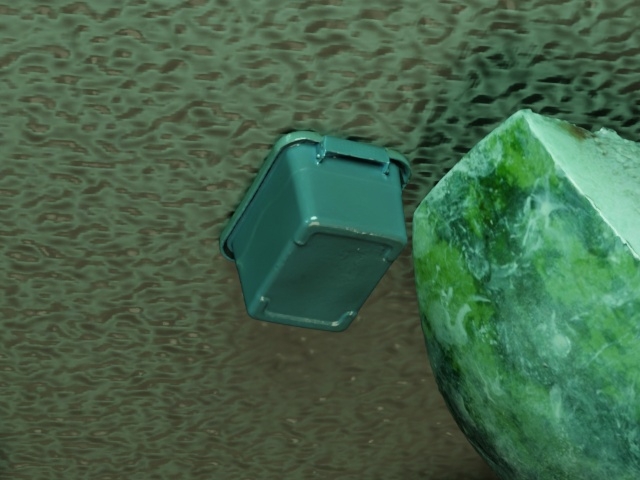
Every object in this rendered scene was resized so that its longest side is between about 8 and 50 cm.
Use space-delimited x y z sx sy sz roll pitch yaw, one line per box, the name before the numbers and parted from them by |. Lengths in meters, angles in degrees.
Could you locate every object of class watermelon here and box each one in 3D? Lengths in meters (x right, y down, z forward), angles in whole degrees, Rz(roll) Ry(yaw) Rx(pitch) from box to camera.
watermelon | 0.191 0.067 0.861 0.320 0.213 0.289 26 148 7

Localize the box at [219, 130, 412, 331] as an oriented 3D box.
box | 0.000 0.000 0.846 0.074 0.054 0.099 9 137 -24
